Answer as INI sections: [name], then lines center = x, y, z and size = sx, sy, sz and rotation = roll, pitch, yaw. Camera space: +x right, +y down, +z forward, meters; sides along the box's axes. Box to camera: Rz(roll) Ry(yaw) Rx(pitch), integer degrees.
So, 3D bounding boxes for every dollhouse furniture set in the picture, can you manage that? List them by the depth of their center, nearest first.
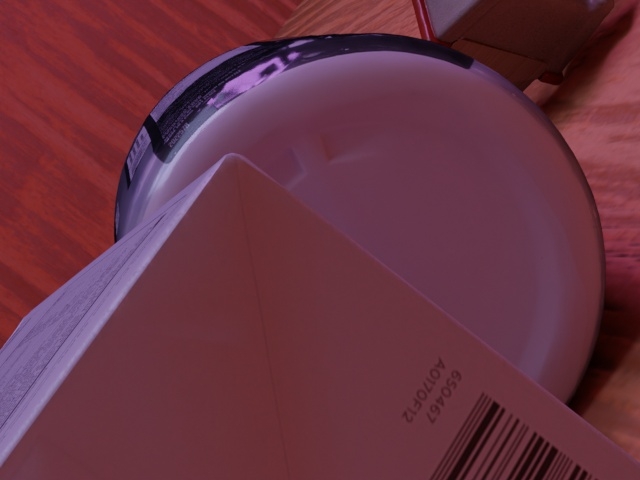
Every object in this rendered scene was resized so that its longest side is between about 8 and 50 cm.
[dollhouse furniture set]
center = 0.085, -0.214, 1.030
size = 0.135, 0.262, 0.259
rotation = -45, 43, 44

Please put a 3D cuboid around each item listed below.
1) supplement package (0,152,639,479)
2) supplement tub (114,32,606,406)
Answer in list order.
[supplement package]
center = -0.037, 0.135, 0.441
size = 0.198, 0.199, 0.262
rotation = -56, 10, -20
[supplement tub]
center = 0.000, 0.000, 0.767
size = 0.193, 0.193, 0.316
rotation = -52, 9, 1
